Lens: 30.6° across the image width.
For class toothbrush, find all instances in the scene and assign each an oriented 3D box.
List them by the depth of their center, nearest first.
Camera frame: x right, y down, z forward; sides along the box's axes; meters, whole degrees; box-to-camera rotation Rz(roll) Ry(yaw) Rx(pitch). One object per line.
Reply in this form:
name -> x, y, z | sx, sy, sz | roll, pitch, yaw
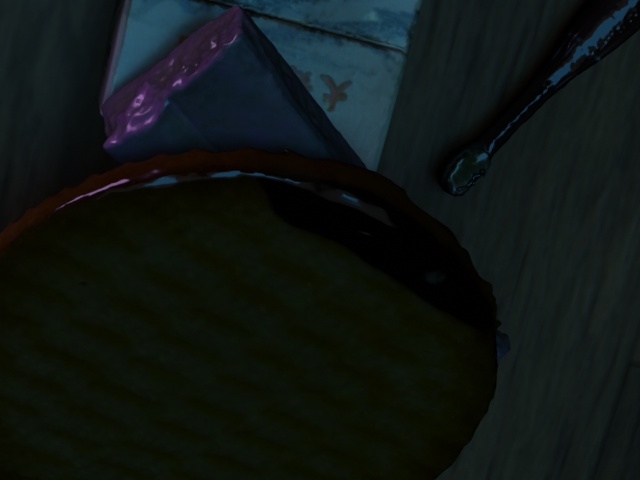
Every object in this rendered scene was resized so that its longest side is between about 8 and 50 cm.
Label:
toothbrush -> 0.204, -0.163, 0.737 | 0.364, 0.041, 0.041 | -45, 110, 1

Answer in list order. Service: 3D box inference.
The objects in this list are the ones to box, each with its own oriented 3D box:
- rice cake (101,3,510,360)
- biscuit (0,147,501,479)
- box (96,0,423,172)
rice cake -> -0.002, 0.000, 0.672 | 0.106, 0.050, 0.298 | -29, 129, 17
biscuit -> -0.054, 0.077, 0.673 | 0.318, 0.040, 0.317 | -3, 130, -3
box -> -0.019, -0.179, 0.661 | 0.164, 0.069, 0.256 | 12, 101, -16
